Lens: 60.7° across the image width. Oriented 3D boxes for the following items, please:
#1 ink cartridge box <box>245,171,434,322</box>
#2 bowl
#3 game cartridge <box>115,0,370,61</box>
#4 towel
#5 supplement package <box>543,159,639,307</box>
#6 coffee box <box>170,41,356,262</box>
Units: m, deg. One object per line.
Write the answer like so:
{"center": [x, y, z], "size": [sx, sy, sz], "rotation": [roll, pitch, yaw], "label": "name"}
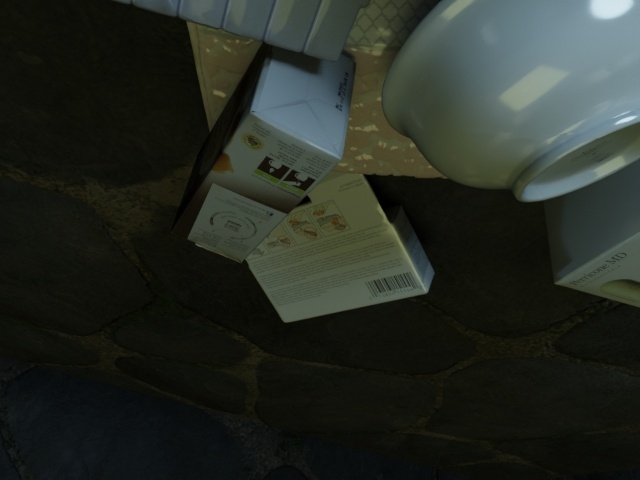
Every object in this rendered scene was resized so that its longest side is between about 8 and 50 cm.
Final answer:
{"center": [0.000, 0.000, 0.906], "size": [0.296, 0.066, 0.261], "rotation": [-17, 115, 33], "label": "ink cartridge box"}
{"center": [0.214, -0.125, 0.488], "size": [0.298, 0.134, 0.298], "rotation": [-17, 162, -6], "label": "bowl"}
{"center": [-0.023, -0.308, 0.364], "size": [0.230, 0.068, 0.355], "rotation": [6, 137, -23], "label": "game cartridge"}
{"center": [0.020, -0.187, 0.626], "size": [0.332, 0.053, 0.317], "rotation": [5, 147, 5], "label": "towel"}
{"center": [0.429, -0.042, 0.624], "size": [0.262, 0.198, 0.199], "rotation": [15, 147, -11], "label": "supplement package"}
{"center": [-0.070, -0.096, 0.609], "size": [0.098, 0.141, 0.246], "rotation": [24, 144, -20], "label": "coffee box"}
